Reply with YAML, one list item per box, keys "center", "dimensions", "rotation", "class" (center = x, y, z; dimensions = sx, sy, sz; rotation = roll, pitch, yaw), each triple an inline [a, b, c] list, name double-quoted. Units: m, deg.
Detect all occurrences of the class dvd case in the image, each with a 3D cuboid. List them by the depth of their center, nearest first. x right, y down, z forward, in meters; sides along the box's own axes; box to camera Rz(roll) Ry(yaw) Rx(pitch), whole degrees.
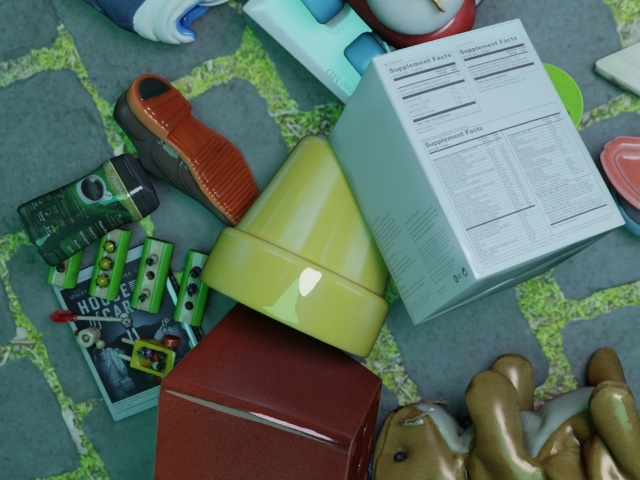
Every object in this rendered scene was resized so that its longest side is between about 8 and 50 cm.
- center: [-0.283, 0.139, 1.308]
  dimensions: [0.179, 0.029, 0.239]
  rotation: [-22, 97, 9]
  class: "dvd case"

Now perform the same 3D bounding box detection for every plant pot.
- center: [-0.058, 0.271, 1.146]
  dimensions: [0.235, 0.267, 0.267]
  rotation: [12, 112, 14]
  class: "plant pot"
- center: [0.000, 0.000, 1.153]
  dimensions: [0.254, 0.254, 0.239]
  rotation: [26, 86, 2]
  class: "plant pot"

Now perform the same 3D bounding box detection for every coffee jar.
- center: [-0.327, -0.046, 1.215]
  dimensions: [0.184, 0.079, 0.096]
  rotation: [-29, 62, -9]
  class: "coffee jar"

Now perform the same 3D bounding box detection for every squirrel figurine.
- center: [0.264, 0.360, 1.166]
  dimensions: [0.370, 0.281, 0.397]
  rotation: [-15, 95, 16]
  class: "squirrel figurine"

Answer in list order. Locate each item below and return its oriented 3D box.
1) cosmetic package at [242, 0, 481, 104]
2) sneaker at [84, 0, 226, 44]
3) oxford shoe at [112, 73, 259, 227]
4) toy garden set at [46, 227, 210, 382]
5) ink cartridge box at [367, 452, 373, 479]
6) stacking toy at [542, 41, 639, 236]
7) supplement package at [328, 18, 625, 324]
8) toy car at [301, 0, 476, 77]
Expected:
- center: [0.059, -0.311, 1.135]
  dimensions: [0.224, 0.138, 0.225]
  rotation: [42, 103, -1]
  class: "cosmetic package"
- center: [-0.190, -0.427, 1.145]
  dimensions: [0.236, 0.130, 0.323]
  rotation: [28, 103, 2]
  class: "sneaker"
- center: [-0.189, -0.112, 1.237]
  dimensions: [0.098, 0.097, 0.271]
  rotation: [-30, 103, 43]
  class: "oxford shoe"
- center: [-0.295, 0.089, 1.259]
  dimensions: [0.244, 0.049, 0.204]
  rotation: [15, 98, 5]
  class: "toy garden set"
- center: [0.036, 0.529, 1.319]
  dimensions: [0.330, 0.071, 0.324]
  rotation: [-42, 92, 13]
  class: "ink cartridge box"
- center: [0.367, -0.108, 1.175]
  dimensions: [0.309, 0.130, 0.279]
  rotation: [-13, 72, 6]
  class: "stacking toy"
- center: [0.167, -0.075, 0.988]
  dimensions: [0.198, 0.199, 0.263]
  rotation: [-19, 77, -19]
  class: "supplement package"
- center: [0.090, -0.300, 0.941]
  dimensions: [0.219, 0.238, 0.210]
  rotation: [-38, 93, 9]
  class: "toy car"
